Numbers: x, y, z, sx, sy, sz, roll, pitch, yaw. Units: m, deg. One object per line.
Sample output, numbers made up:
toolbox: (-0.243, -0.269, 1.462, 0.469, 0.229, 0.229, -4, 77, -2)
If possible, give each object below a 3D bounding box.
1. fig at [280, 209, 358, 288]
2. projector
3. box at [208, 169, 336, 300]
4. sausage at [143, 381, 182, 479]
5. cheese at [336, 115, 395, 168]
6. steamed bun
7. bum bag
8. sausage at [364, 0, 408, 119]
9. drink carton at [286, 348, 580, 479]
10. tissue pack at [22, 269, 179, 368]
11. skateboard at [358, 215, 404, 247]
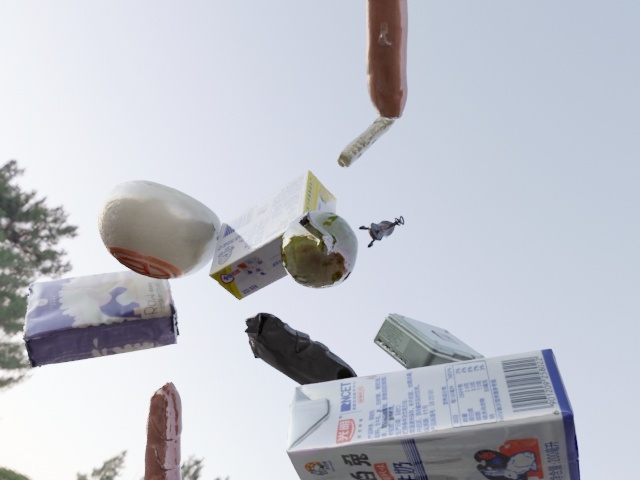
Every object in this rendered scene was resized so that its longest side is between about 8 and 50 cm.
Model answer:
fig: (0.000, 0.000, 0.838, 0.124, 0.124, 0.236, 30, -12, 6)
projector: (0.282, 0.277, 1.442, 0.256, 0.099, 0.192, 23, 9, -40)
box: (-0.099, -0.007, 1.206, 0.265, 0.168, 0.097, -30, -54, 27)
sausage: (-0.331, 0.518, 1.225, 0.087, 0.433, 0.088, -6, -23, -2)
cheese: (0.114, -0.251, 1.442, 0.043, 0.194, 0.065, 44, -17, 1)
steamed bun: (-0.373, -0.005, 1.323, 0.282, 0.177, 0.283, 15, -20, 6)
bum bag: (-0.037, 0.272, 1.322, 0.326, 0.080, 0.142, 33, -47, 0)
sausage: (0.128, -0.442, 1.142, 0.094, 0.094, 0.419, 19, -52, 35)
drink carton: (0.126, 0.227, 0.676, 0.314, 0.107, 0.131, -12, -60, 12)
tissue pack: (-0.536, 0.181, 1.439, 0.242, 0.343, 0.126, -127, -145, -55)
skateboard: (0.182, -0.035, 1.663, 0.080, 0.151, 0.067, -29, -94, 38)
